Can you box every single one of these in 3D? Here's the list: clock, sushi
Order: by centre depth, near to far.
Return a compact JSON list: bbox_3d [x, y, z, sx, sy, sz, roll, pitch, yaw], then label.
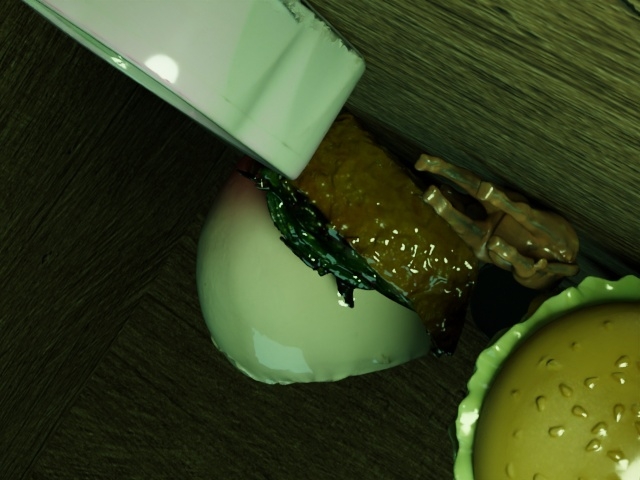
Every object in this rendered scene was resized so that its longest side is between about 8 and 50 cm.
[{"bbox_3d":[-0.130,-0.177,1.009,0.338,0.102,0.338,34,179,0],"label":"clock"},{"bbox_3d":[0.052,-0.007,1.342,0.287,0.140,0.149,46,-177,13],"label":"sushi"}]

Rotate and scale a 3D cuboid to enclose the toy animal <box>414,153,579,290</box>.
[{"bbox_3d":[0.143,-0.019,1.188,0.224,0.066,0.230,35,-174,38],"label":"toy animal"}]

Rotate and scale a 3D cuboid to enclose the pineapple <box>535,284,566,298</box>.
[{"bbox_3d":[0.324,0.167,1.278,0.209,0.286,0.344,-8,-165,28],"label":"pineapple"}]

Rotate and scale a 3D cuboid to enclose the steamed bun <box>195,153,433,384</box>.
[{"bbox_3d":[0.000,0.000,1.550,0.309,0.309,0.309,33,179,1],"label":"steamed bun"}]

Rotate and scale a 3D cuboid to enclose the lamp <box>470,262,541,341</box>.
[{"bbox_3d":[0.280,0.110,1.758,0.130,0.108,0.371,31,179,21],"label":"lamp"}]

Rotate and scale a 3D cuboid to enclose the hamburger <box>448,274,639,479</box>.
[{"bbox_3d":[0.238,0.164,1.085,0.274,0.274,0.212,33,177,7],"label":"hamburger"}]
